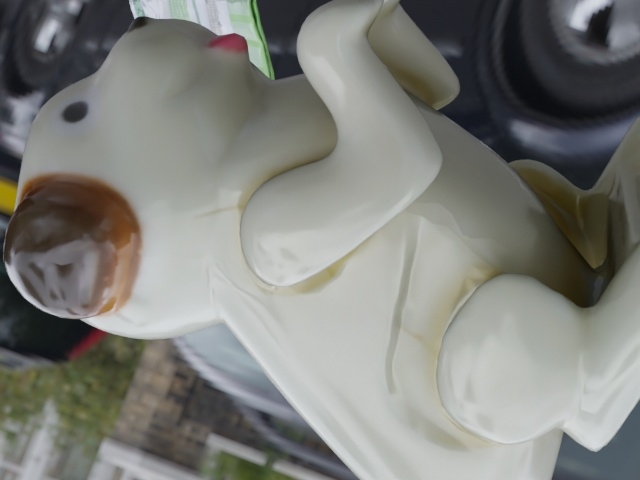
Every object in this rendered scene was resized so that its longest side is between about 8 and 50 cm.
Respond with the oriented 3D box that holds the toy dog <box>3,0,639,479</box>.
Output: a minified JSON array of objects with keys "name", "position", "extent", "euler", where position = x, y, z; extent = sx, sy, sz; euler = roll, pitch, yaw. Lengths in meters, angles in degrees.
[{"name":"toy dog","position":[0.000,0.000,1.096],"extent":[0.408,0.395,0.284],"euler":[23,-147,-1]}]

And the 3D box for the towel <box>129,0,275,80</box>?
[{"name":"towel","position":[-0.121,-0.203,1.662],"extent":[0.152,0.023,0.113],"euler":[8,129,32]}]
